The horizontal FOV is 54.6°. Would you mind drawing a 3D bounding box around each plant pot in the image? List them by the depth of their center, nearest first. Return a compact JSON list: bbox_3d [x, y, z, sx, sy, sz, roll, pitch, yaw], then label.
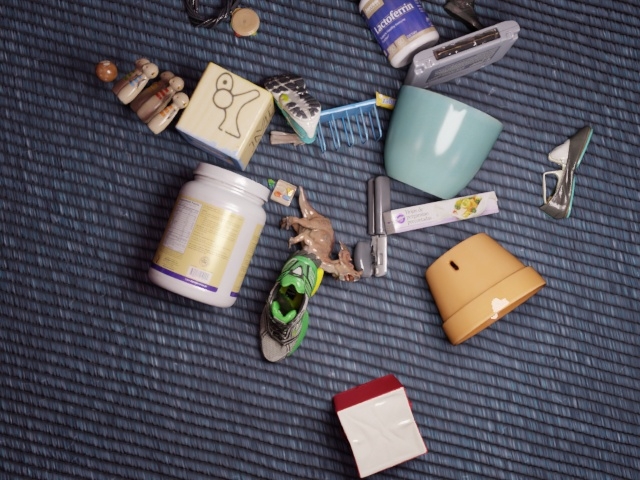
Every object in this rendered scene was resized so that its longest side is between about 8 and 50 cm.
[{"bbox_3d":[0.416,0.116,1.646,0.291,0.291,0.203,-32,73,-3],"label":"plant pot"},{"bbox_3d":[0.303,-0.246,1.651,0.293,0.293,0.235,22,98,-1],"label":"plant pot"}]

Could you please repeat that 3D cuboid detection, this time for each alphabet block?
[{"bbox_3d":[-0.251,-0.328,1.670,0.192,0.193,0.197,28,86,-2],"label":"alphabet block"}]

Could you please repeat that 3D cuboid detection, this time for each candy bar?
[{"bbox_3d":[0.217,-0.381,1.742,0.161,0.018,0.040,8,72,-32],"label":"candy bar"}]

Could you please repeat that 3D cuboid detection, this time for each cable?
[{"bbox_3d":[-0.311,-0.683,1.754,0.150,0.047,0.184,36,87,5],"label":"cable"}]

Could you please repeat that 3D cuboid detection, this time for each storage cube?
[{"bbox_3d":[0.153,0.483,1.646,0.215,0.193,0.184,-20,88,-2],"label":"storage cube"}]

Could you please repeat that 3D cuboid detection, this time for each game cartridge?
[{"bbox_3d":[0.376,-0.498,1.699,0.297,0.198,0.062,-21,89,-4],"label":"game cartridge"}]

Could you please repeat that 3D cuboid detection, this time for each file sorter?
[{"bbox_3d":[0.075,-0.313,1.721,0.170,0.118,0.104,-14,92,-3],"label":"file sorter"}]

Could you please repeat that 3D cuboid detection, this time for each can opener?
[{"bbox_3d":[0.143,-0.038,1.719,0.095,0.076,0.283,1,86,-28],"label":"can opener"}]

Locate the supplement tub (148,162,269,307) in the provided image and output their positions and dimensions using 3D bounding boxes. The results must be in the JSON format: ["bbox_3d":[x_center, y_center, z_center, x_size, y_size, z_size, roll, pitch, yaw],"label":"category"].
[{"bbox_3d":[-0.285,-0.013,1.628,0.241,0.241,0.331,21,86,-1],"label":"supplement tub"}]

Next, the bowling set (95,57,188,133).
[{"bbox_3d":[-0.458,-0.414,1.603,0.154,0.287,0.200,-46,129,-3],"label":"bowling set"}]

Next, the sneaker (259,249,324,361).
[{"bbox_3d":[-0.102,0.191,1.624,0.134,0.146,0.343,22,122,10],"label":"sneaker"}]

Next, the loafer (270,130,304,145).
[{"bbox_3d":[-0.080,-0.285,1.753,0.125,0.045,0.039,8,104,5],"label":"loafer"}]

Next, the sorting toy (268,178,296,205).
[{"bbox_3d":[-0.116,-0.140,1.755,0.083,0.012,0.062,24,87,-1],"label":"sorting toy"}]

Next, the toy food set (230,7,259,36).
[{"bbox_3d":[-0.216,-0.623,1.771,0.083,0.020,0.083,7,87,-2],"label":"toy food set"}]

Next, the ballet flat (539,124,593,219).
[{"bbox_3d":[0.687,-0.200,1.753,0.096,0.095,0.280,16,87,11],"label":"ballet flat"}]

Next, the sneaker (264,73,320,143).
[{"bbox_3d":[-0.080,-0.364,1.682,0.107,0.110,0.275,-16,47,-13],"label":"sneaker"}]

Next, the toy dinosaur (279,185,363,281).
[{"bbox_3d":[0.000,0.000,1.702,0.200,0.127,0.296,-2,66,-13],"label":"toy dinosaur"}]

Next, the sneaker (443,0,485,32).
[{"bbox_3d":[0.424,-0.673,1.783,0.170,0.051,0.089,37,91,3],"label":"sneaker"}]

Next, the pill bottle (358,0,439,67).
[{"bbox_3d":[0.200,-0.631,1.722,0.153,0.153,0.265,-31,88,-3],"label":"pill bottle"}]

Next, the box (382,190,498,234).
[{"bbox_3d":[0.334,-0.077,1.708,0.324,0.067,0.063,-11,88,-16],"label":"box"}]
